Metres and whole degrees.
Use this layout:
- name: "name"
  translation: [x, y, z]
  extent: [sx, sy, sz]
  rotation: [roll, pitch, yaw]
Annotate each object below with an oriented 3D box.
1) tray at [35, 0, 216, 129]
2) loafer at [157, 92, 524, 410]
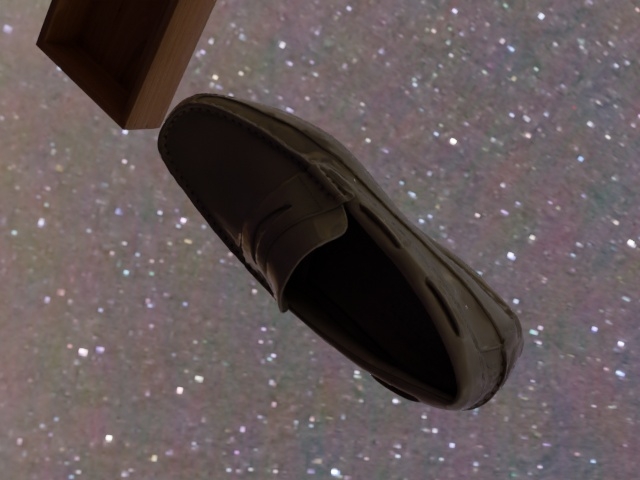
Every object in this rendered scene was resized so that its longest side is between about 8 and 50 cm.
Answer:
- name: "tray"
  translation: [-0.208, -0.366, 1.229]
  extent: [0.203, 0.076, 0.411]
  rotation: [43, -61, 24]
- name: "loafer"
  translation: [0.000, 0.000, 0.693]
  extent: [0.319, 0.111, 0.112]
  rotation: [36, -67, 17]
